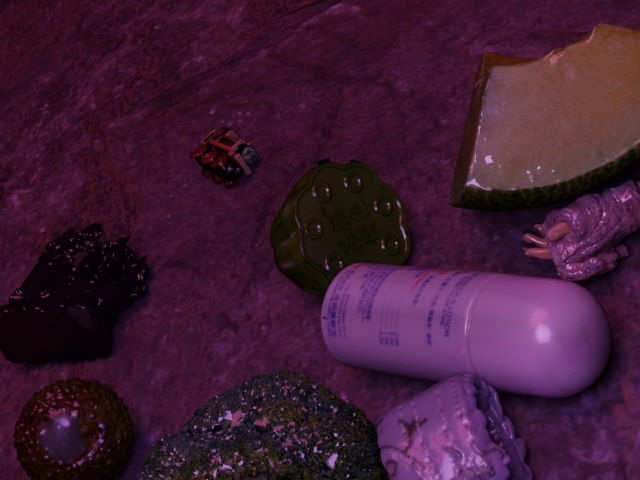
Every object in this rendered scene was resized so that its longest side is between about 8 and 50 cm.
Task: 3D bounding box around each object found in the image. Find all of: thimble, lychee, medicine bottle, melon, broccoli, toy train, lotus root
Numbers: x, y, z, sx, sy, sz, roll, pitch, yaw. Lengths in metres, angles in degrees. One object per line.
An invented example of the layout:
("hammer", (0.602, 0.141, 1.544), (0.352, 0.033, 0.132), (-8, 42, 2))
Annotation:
("thimble", (0.136, 0.214, 1.258), (0.118, 0.127, 0.151), (-31, 44, 15))
("lychee", (-0.323, 0.254, 1.630), (0.171, 0.171, 0.171), (-25, 35, 19))
("medicine bottle", (0.161, 0.096, 1.376), (0.341, 0.130, 0.130), (2, 50, 46))
("melon", (0.274, -0.157, 1.502), (0.331, 0.226, 0.343), (-38, -4, 2))
("broccoli", (-0.053, 0.254, 1.307), (0.261, 0.269, 0.241), (139, 140, -85))
("toy train", (-0.152, -0.137, 2.030), (0.087, 0.050, 0.138), (-43, 34, -14))
("lotus root", (0.000, 0.000, 1.639), (0.186, 0.186, 0.186), (-25, 35, 19))

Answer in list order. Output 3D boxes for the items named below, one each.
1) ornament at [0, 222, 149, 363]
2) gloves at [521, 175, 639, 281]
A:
("ornament", (-0.375, 0.067, 1.962), (0.251, 0.106, 0.260), (-3, 37, 31))
("gloves", (0.308, -0.011, 1.399), (0.144, 0.094, 0.110), (-36, 3, 27))
